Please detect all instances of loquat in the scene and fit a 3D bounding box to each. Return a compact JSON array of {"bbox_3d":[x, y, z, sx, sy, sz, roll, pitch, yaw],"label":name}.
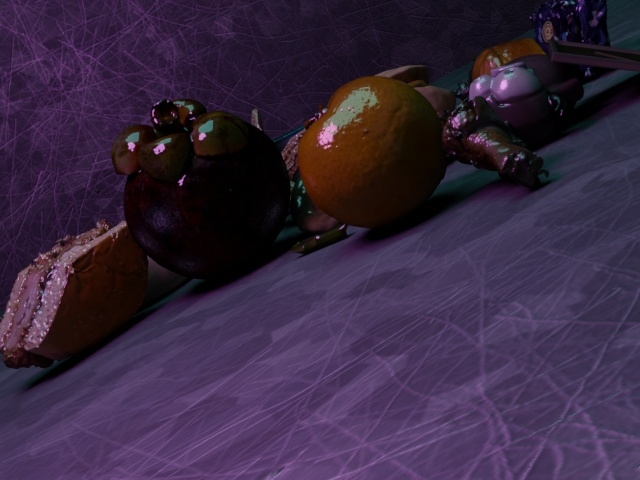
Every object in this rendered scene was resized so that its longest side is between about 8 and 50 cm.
[{"bbox_3d":[0.069,-0.119,1.312,0.208,0.208,0.208,-27,9,5],"label":"loquat"}]

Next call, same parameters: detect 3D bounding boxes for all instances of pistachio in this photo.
[{"bbox_3d":[0.119,-0.215,1.849,0.299,0.187,0.187,-30,9,-18],"label":"pistachio"}]

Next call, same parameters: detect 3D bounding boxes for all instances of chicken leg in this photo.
[{"bbox_3d":[0.210,-0.120,1.181,0.080,0.125,0.196,-54,5,6],"label":"chicken leg"}]

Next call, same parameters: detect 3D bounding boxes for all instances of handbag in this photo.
[{"bbox_3d":[0.463,-0.372,1.763,0.113,0.162,0.260,-14,9,-2],"label":"handbag"}]

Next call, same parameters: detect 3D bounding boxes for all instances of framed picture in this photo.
[{"bbox_3d":[0.425,-0.268,1.403,0.184,0.016,0.250,9,18,8],"label":"framed picture"}]

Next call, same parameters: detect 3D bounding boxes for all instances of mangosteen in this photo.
[{"bbox_3d":[-0.197,-0.084,1.610,0.300,0.300,0.300,-27,9,5],"label":"mangosteen"}]

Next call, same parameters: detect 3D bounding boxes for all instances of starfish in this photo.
[{"bbox_3d":[-0.107,-0.097,1.863,0.347,0.078,0.358,-56,36,3],"label":"starfish"}]

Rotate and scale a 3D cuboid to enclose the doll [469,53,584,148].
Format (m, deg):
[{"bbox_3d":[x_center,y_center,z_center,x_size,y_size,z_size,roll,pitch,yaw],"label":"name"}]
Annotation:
[{"bbox_3d":[0.300,-0.205,1.405,0.182,0.117,0.257,-10,15,37],"label":"doll"}]

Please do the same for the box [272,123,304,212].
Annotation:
[{"bbox_3d":[-0.061,-0.148,2.048,0.245,0.153,0.092,-26,9,0],"label":"box"}]

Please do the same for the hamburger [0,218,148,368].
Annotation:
[{"bbox_3d":[-0.410,0.089,1.631,0.155,0.282,0.245,-8,-19,42],"label":"hamburger"}]

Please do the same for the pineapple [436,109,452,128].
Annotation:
[{"bbox_3d":[0.141,-0.143,1.645,0.225,0.076,0.225,-33,10,6],"label":"pineapple"}]

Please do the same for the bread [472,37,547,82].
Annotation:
[{"bbox_3d":[0.337,-0.287,1.707,0.129,0.134,0.260,-27,9,-1],"label":"bread"}]

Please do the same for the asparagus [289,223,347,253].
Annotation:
[{"bbox_3d":[-0.001,0.000,1.443,0.108,0.021,0.025,-23,6,29],"label":"asparagus"}]

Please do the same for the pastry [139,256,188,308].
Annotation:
[{"bbox_3d":[-0.367,0.059,1.867,0.265,0.133,0.265,-31,9,5],"label":"pastry"}]

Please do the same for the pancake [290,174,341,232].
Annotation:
[{"bbox_3d":[0.021,-0.107,1.602,0.222,0.042,0.236,-47,28,20],"label":"pancake"}]

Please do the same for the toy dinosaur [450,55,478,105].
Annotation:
[{"bbox_3d":[0.379,-0.357,2.374,0.187,0.087,0.179,130,161,-72],"label":"toy dinosaur"}]
